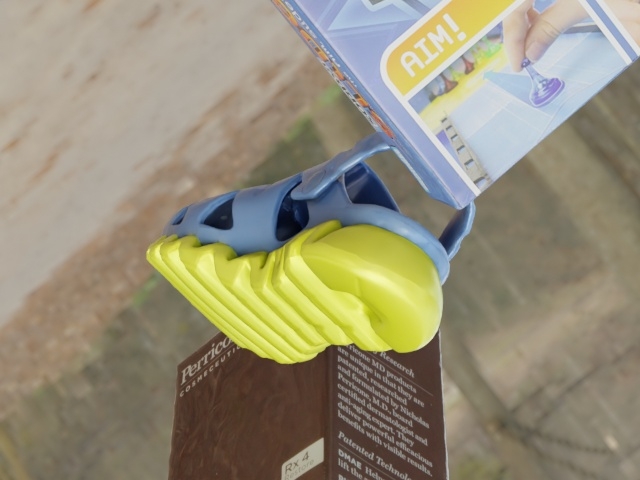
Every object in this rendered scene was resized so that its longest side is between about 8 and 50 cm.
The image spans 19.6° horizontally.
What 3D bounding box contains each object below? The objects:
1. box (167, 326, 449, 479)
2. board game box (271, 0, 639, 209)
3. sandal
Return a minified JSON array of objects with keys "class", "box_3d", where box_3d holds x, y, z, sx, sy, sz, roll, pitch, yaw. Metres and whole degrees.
[{"class":"box","box_3d":[-0.011,0.208,1.379,0.191,0.143,0.381,-39,-151,28]},{"class":"board game box","box_3d":[0.065,-0.124,0.454,0.201,0.136,0.035,-40,-168,-3]},{"class":"sandal","box_3d":[0.000,0.000,1.241,0.317,0.126,0.138,-1,-130,55]}]
